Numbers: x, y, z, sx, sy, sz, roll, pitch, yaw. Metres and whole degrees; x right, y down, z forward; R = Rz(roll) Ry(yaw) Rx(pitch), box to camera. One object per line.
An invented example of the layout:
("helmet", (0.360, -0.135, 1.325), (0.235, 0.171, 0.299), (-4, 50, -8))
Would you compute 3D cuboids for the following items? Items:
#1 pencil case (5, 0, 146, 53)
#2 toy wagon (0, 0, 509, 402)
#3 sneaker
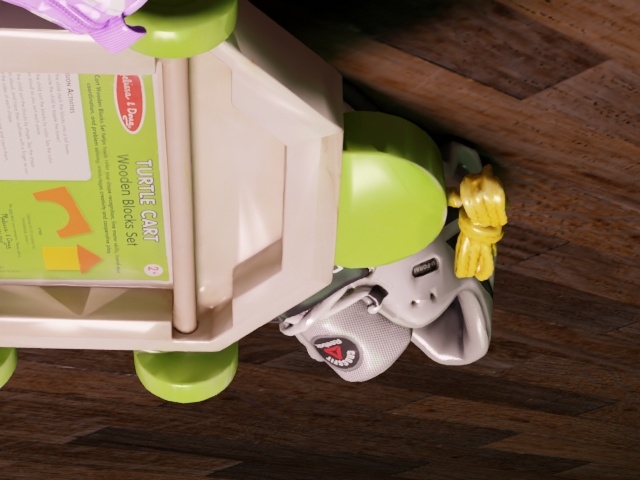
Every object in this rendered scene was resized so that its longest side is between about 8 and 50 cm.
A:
("pencil case", (-0.148, -0.130, 0.586), (0.206, 0.088, 0.086), (8, 154, -42))
("toy wagon", (-0.085, -0.025, 0.788), (0.344, 0.068, 0.267), (1, 139, -2))
("sneaker", (0.000, 0.000, 0.935), (0.122, 0.146, 0.330), (-24, 154, 38))
